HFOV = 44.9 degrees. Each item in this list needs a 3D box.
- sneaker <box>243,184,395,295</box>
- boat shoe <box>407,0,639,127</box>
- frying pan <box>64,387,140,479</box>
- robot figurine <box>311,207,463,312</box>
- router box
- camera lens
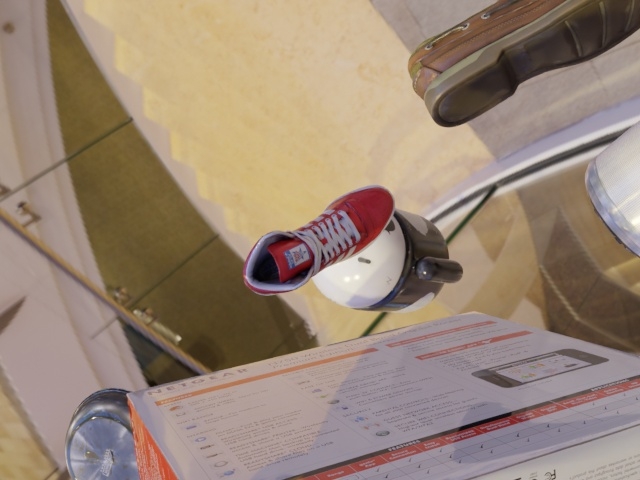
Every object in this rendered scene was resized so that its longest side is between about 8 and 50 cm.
[{"bbox_3d":[0.000,0.000,0.513,0.042,0.118,0.067,57,179,3],"label":"sneaker"},{"bbox_3d":[0.245,-0.254,0.901,0.104,0.307,0.111,68,-173,32],"label":"boat shoe"},{"bbox_3d":[-0.257,0.362,1.132,0.326,0.053,0.197,44,108,13],"label":"frying pan"},{"bbox_3d":[0.099,0.026,1.238,0.209,0.278,0.173,-31,67,28],"label":"robot figurine"},{"bbox_3d":[0.059,0.141,0.542,0.301,0.335,0.082,-170,71,-68],"label":"router box"},{"bbox_3d":[0.568,-0.107,1.187,0.219,0.219,0.274,46,126,2],"label":"camera lens"}]
